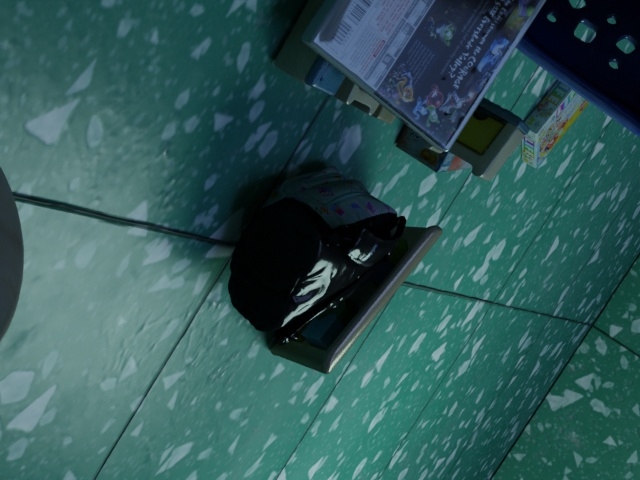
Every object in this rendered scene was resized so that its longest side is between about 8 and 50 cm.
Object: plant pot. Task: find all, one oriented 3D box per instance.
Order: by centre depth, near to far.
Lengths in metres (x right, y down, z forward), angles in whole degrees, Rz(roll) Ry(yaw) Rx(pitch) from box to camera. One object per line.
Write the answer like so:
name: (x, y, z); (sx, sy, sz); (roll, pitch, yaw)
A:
plant pot: (0.367, -0.286, 1.314); (0.212, 0.236, 0.236); (-50, 174, -29)

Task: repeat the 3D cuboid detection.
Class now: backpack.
backpack: (0.000, 0.000, 1.168); (0.182, 0.115, 0.152); (-25, 156, -53)

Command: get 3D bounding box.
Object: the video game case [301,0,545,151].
video game case: (0.097, -0.197, 1.006); (0.173, 0.022, 0.190); (34, 87, -32)

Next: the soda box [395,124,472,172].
soda box: (0.161, -0.121, 1.391); (0.183, 0.063, 0.058); (-13, 134, -59)

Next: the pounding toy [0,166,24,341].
pounding toy: (-0.269, 0.028, 0.644); (0.183, 0.110, 0.237); (38, 47, -40)

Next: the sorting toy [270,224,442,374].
sorting toy: (0.029, 0.054, 1.310); (0.193, 0.038, 0.208); (-50, -168, -12)

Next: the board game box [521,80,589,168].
board game box: (0.341, -0.187, 1.716); (0.154, 0.026, 0.103); (-50, 157, -13)

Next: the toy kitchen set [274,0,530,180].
toy kitchen set: (0.092, -0.151, 1.070); (0.122, 0.166, 0.207); (-61, 158, 8)
